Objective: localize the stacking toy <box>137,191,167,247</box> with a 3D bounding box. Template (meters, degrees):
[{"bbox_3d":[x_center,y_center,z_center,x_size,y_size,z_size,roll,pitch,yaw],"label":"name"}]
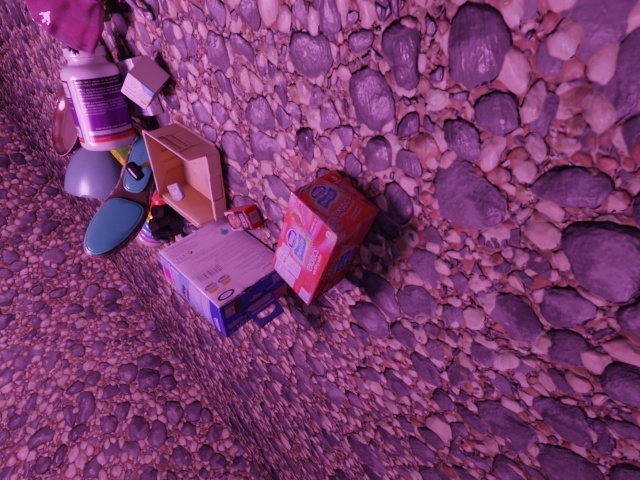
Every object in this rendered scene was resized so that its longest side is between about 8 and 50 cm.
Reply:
[{"bbox_3d":[-0.681,-0.102,1.907,0.141,0.141,0.330,52,139,7],"label":"stacking toy"}]

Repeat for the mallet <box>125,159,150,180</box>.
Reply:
[{"bbox_3d":[-0.578,-0.284,1.544,0.062,0.190,0.039,42,159,-3],"label":"mallet"}]

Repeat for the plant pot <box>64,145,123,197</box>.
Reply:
[{"bbox_3d":[-0.936,-0.314,1.933,0.290,0.290,0.196,25,116,39],"label":"plant pot"}]

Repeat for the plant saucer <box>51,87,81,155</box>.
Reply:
[{"bbox_3d":[-1.033,-0.499,1.874,0.310,0.050,0.311,-6,81,39],"label":"plant saucer"}]

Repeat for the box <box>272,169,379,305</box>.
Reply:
[{"bbox_3d":[0.000,0.000,1.091,0.154,0.142,0.300,44,144,18],"label":"box"}]

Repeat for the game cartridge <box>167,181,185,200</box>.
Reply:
[{"bbox_3d":[-0.460,-0.154,1.443,0.083,0.017,0.056,-3,119,53],"label":"game cartridge"}]

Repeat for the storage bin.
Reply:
[{"bbox_3d":[-0.435,-0.216,1.483,0.260,0.123,0.262,34,140,31],"label":"storage bin"}]

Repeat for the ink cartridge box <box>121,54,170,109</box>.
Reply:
[{"bbox_3d":[-0.546,-0.485,1.404,0.092,0.090,0.143,38,152,-21],"label":"ink cartridge box"}]

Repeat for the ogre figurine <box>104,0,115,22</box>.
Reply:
[{"bbox_3d":[-0.721,-0.769,1.413,0.118,0.097,0.197,-12,120,43],"label":"ogre figurine"}]

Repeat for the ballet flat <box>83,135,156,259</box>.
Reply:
[{"bbox_3d":[-0.663,-0.139,1.603,0.163,0.483,0.182,18,163,-1],"label":"ballet flat"}]

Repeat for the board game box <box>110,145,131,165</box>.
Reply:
[{"bbox_3d":[-0.786,-0.362,1.836,0.181,0.092,0.043,43,146,19],"label":"board game box"}]

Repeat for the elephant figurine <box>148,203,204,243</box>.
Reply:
[{"bbox_3d":[-0.497,-0.066,1.680,0.169,0.239,0.186,87,180,-72],"label":"elephant figurine"}]

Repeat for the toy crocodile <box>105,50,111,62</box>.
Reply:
[{"bbox_3d":[-0.787,-0.579,1.624,0.105,0.115,0.341,0,114,40],"label":"toy crocodile"}]

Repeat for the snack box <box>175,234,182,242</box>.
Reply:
[{"bbox_3d":[-0.568,0.031,1.936,0.141,0.037,0.100,45,146,17],"label":"snack box"}]

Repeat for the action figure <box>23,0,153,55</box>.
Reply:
[{"bbox_3d":[-0.647,-0.718,1.281,0.370,0.248,0.276,-34,62,25],"label":"action figure"}]

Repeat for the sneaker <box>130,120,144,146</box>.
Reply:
[{"bbox_3d":[-0.766,-0.410,1.743,0.300,0.121,0.111,40,144,23],"label":"sneaker"}]

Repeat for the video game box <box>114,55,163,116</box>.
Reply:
[{"bbox_3d":[-0.634,-0.522,1.551,0.205,0.048,0.187,13,125,46],"label":"video game box"}]

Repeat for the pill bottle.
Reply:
[{"bbox_3d":[-0.747,-0.476,1.515,0.181,0.181,0.323,23,127,40],"label":"pill bottle"}]

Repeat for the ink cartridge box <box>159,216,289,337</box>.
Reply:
[{"bbox_3d":[-0.285,0.117,1.436,0.395,0.270,0.151,32,141,33],"label":"ink cartridge box"}]

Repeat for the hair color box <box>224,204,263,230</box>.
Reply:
[{"bbox_3d":[-0.244,-0.071,1.433,0.141,0.043,0.072,-1,117,53],"label":"hair color box"}]
